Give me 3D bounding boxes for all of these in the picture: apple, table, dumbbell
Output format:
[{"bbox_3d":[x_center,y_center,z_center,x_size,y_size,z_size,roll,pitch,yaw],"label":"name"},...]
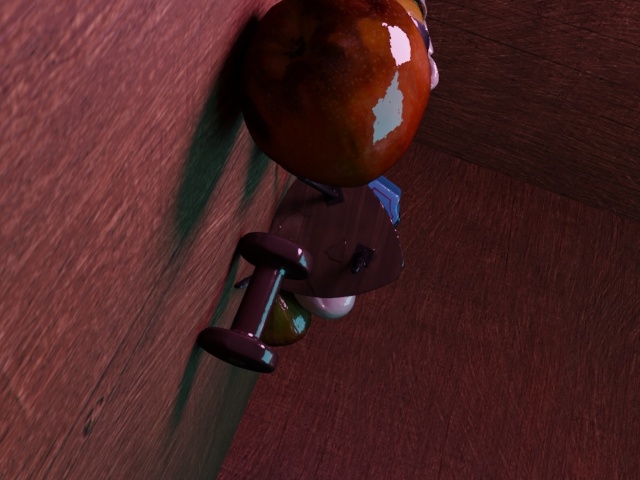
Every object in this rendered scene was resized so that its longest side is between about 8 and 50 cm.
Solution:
[{"bbox_3d":[0.012,-0.180,0.868,0.230,0.230,0.230,20,90,-88],"label":"apple"},{"bbox_3d":[0.000,0.000,1.545,0.317,0.317,0.249,-70,163,8],"label":"table"},{"bbox_3d":[-0.107,0.106,1.322,0.124,0.140,0.225,133,-22,-69],"label":"dumbbell"}]

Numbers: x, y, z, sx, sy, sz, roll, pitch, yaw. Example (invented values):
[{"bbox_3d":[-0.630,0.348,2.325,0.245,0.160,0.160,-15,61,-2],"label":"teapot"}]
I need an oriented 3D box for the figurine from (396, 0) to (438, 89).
[{"bbox_3d":[0.079,-0.304,1.082,0.143,0.308,0.308,-26,-144,54],"label":"figurine"}]

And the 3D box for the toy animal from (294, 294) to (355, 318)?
[{"bbox_3d":[-0.011,0.050,1.914,0.174,0.249,0.289,-36,-144,29],"label":"toy animal"}]

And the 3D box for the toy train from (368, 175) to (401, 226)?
[{"bbox_3d":[0.075,-0.062,2.186,0.300,0.265,0.188,-54,-178,15],"label":"toy train"}]

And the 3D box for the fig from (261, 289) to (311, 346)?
[{"bbox_3d":[-0.122,0.159,1.923,0.143,0.230,0.160,4,-133,53],"label":"fig"}]
